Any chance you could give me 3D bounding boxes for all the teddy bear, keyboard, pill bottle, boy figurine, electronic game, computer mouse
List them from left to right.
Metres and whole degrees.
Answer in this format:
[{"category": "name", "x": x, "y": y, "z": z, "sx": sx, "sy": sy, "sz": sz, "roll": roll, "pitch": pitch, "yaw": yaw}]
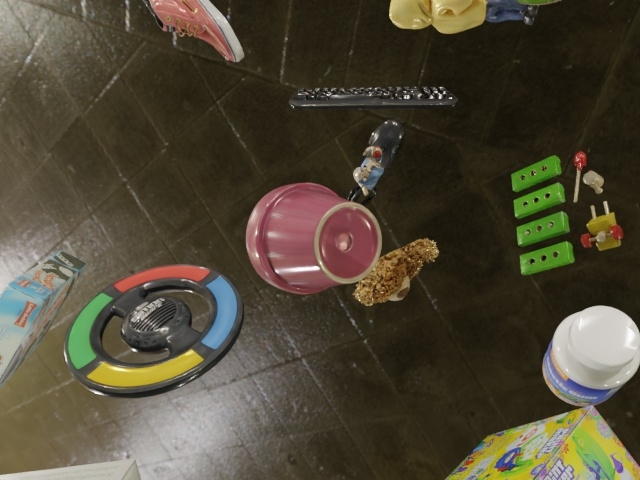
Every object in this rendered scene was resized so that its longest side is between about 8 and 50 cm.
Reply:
[{"category": "electronic game", "x": -0.214, "y": 0.108, "z": 0.691, "sx": 0.229, "sy": 0.229, "sz": 0.048, "roll": 14, "pitch": 132, "yaw": 26}, {"category": "keyboard", "x": 0.058, "y": -0.165, "z": 0.611, "sx": 0.180, "sy": 0.108, "sz": 0.023, "roll": 1, "pitch": 108, "yaw": 2}, {"category": "computer mouse", "x": 0.116, "y": -0.159, "z": 1.173, "sx": 0.071, "sy": 0.041, "sz": 0.242, "roll": 27, "pitch": 125, "yaw": 4}, {"category": "teddy bear", "x": 0.189, "y": 0.087, "z": 1.354, "sx": 0.245, "sy": 0.338, "sz": 0.113, "roll": -28, "pitch": 85, "yaw": -2}, {"category": "boy figurine", "x": 0.285, "y": -0.471, "z": 1.068, "sx": 0.285, "sy": 0.177, "sz": 0.092, "roll": 5, "pitch": 95, "yaw": 15}, {"category": "pill bottle", "x": 0.536, "y": 0.230, "z": 1.056, "sx": 0.152, "sy": 0.152, "sz": 0.272, "roll": 17, "pitch": 159, "yaw": 24}]

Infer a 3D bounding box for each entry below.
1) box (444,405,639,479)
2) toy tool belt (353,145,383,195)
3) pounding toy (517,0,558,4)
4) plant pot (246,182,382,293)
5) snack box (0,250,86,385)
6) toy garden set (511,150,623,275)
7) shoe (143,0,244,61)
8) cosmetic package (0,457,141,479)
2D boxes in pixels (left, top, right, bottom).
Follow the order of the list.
[{"category": "box", "x": 0.359, "y": 0.466, "z": 0.924, "sx": 0.177, "sy": 0.290, "sz": 0.279, "roll": 56, "pitch": 142, "yaw": 12}, {"category": "toy tool belt", "x": 0.096, "y": -0.128, "z": 0.990, "sx": 0.052, "sy": 0.051, "sz": 0.083, "roll": 10, "pitch": 129, "yaw": -22}, {"category": "pounding toy", "x": 0.328, "y": -0.442, "z": 0.697, "sx": 0.237, "sy": 0.110, "sz": 0.183, "roll": -43, "pitch": 45, "yaw": 21}, {"category": "plant pot", "x": 0.000, "y": 0.000, "z": 0.903, "sx": 0.180, "sy": 0.201, "sz": 0.201, "roll": 7, "pitch": 121, "yaw": 59}, {"category": "snack box", "x": -0.494, "y": 0.132, "z": 0.893, "sx": 0.060, "sy": 0.322, "sz": 0.187, "roll": 30, "pitch": 90, "yaw": -15}, {"category": "toy garden set", "x": 0.505, "y": -0.062, "z": 1.094, "sx": 0.049, "sy": 0.244, "sz": 0.204, "roll": 20, "pitch": 152, "yaw": -31}, {"category": "shoe", "x": -0.199, "y": -0.334, "z": 0.819, "sx": 0.178, "sy": 0.081, "sz": 0.063, "roll": 53, "pitch": 170, "yaw": 0}, {"category": "cosmetic package", "x": -0.219, "y": 0.385, "z": 0.425, "sx": 0.197, "sy": 0.155, "sz": 0.365, "roll": -7, "pitch": 102, "yaw": 5}]
